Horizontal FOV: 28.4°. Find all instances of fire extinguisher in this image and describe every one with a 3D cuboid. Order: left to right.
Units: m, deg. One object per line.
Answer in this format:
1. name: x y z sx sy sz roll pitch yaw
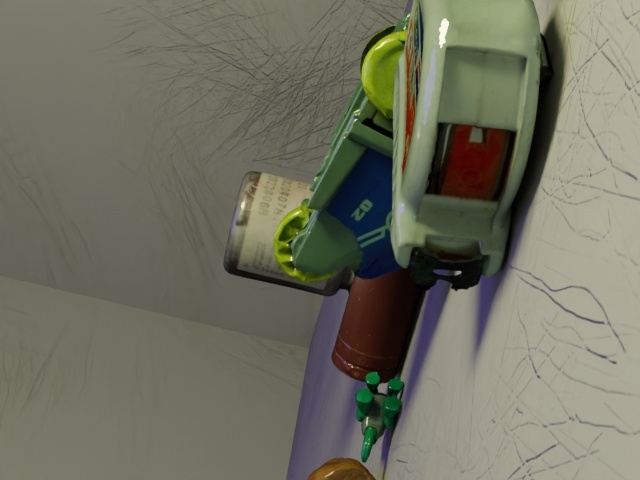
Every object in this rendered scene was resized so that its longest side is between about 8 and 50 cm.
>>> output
1. fire extinguisher: 0.087 0.051 1.652 0.105 0.104 0.269 -82 7 -67

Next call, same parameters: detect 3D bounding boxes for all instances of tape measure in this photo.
1. tape measure: 0.137 -0.120 1.165 0.243 0.125 0.246 -89 8 -46

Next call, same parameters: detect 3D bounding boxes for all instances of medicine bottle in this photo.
1. medicine bottle: 0.000 0.000 1.914 0.165 0.273 0.165 -167 90 -86

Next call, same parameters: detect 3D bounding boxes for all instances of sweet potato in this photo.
1. sweet potato: 0.023 0.340 1.677 0.252 0.097 0.097 97 -175 -73

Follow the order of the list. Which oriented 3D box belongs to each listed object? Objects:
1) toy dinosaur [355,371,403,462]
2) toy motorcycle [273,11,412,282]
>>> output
1. toy dinosaur: 0.072 0.231 1.631 0.132 0.059 0.096 -66 -14 -48
2. toy motorcycle: 0.091 -0.079 1.428 0.191 0.199 0.327 -86 20 -78
